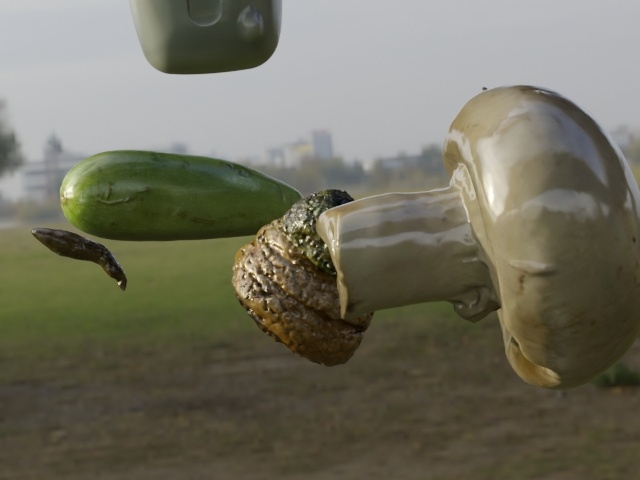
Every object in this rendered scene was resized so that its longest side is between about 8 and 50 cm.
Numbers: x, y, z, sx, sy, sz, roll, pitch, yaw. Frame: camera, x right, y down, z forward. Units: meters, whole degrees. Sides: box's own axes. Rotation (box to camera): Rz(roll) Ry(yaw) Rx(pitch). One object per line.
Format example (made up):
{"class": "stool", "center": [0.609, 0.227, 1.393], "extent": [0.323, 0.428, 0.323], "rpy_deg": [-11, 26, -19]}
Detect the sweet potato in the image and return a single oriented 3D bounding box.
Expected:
{"class": "sweet potato", "center": [-0.328, 0.016, 2.185], "extent": [0.153, 0.041, 0.038], "rpy_deg": [29, 3, -3]}

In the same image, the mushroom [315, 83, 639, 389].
{"class": "mushroom", "center": [0.152, 0.011, 1.447], "extent": [0.290, 0.292, 0.292], "rpy_deg": [-17, 2, 1]}

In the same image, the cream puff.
{"class": "cream puff", "center": [0.009, 0.026, 1.765], "extent": [0.169, 0.183, 0.183], "rpy_deg": [-51, -18, 21]}

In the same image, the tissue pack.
{"class": "tissue pack", "center": [-0.172, -0.411, 2.310], "extent": [0.229, 0.333, 0.236], "rpy_deg": [-6, 8, -8]}

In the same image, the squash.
{"class": "squash", "center": [-0.159, -0.056, 2.044], "extent": [0.371, 0.118, 0.118], "rpy_deg": [1, -2, -31]}
